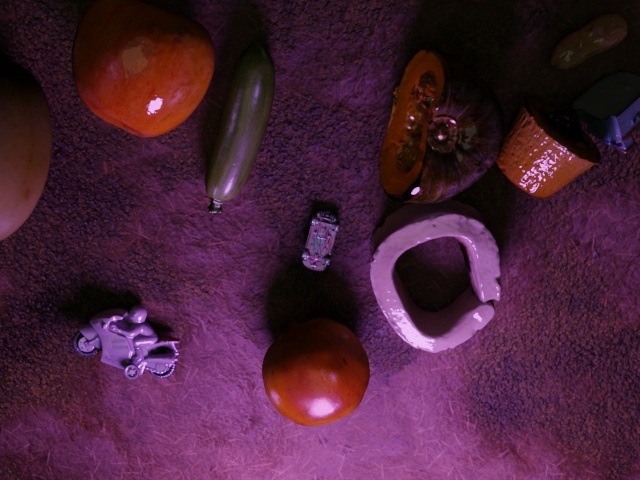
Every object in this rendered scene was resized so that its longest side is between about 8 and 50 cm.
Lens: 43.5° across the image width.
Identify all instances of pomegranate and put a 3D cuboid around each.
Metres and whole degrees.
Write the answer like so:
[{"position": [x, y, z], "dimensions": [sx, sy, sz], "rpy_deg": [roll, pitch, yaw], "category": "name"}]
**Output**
[{"position": [-0.016, 0.305, 1.902], "dimensions": [0.264, 0.264, 0.264], "rpy_deg": [1, 109, 3], "category": "pomegranate"}]

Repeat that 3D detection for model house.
[{"position": [0.645, -0.265, 1.744], "dimensions": [0.148, 0.119, 0.149], "rpy_deg": [-40, 129, -8], "category": "model house"}]

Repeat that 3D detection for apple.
[{"position": [-0.781, -0.214, 1.657], "dimensions": [0.473, 0.474, 0.474], "rpy_deg": [1, 109, 3], "category": "apple"}, {"position": [-0.370, -0.355, 1.654], "dimensions": [0.299, 0.299, 0.275], "rpy_deg": [26, 98, -6], "category": "apple"}]

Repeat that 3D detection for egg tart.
[{"position": [0.482, -0.197, 1.719], "dimensions": [0.215, 0.215, 0.171], "rpy_deg": [33, 119, -8], "category": "egg tart"}]

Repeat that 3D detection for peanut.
[{"position": [0.566, -0.418, 1.696], "dimensions": [0.174, 0.080, 0.080], "rpy_deg": [-30, 105, 12], "category": "peanut"}]

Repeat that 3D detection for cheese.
[{"position": [0.271, 0.081, 1.848], "dimensions": [0.292, 0.153, 0.332], "rpy_deg": [-18, 109, 9], "category": "cheese"}]

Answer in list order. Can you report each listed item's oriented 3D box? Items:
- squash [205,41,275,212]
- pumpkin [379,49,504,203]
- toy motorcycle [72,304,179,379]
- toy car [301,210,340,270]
[{"position": [-0.178, -0.240, 1.785], "dimensions": [0.107, 0.107, 0.395], "rpy_deg": [19, 108, -4], "category": "squash"}, {"position": [0.265, -0.230, 1.733], "dimensions": [0.232, 0.242, 0.325], "rpy_deg": [8, 108, -31], "category": "pumpkin"}, {"position": [-0.468, 0.239, 1.974], "dimensions": [0.260, 0.110, 0.171], "rpy_deg": [19, 98, -9], "category": "toy motorcycle"}, {"position": [0.000, 0.000, 1.887], "dimensions": [0.069, 0.055, 0.142], "rpy_deg": [15, 96, -3], "category": "toy car"}]
